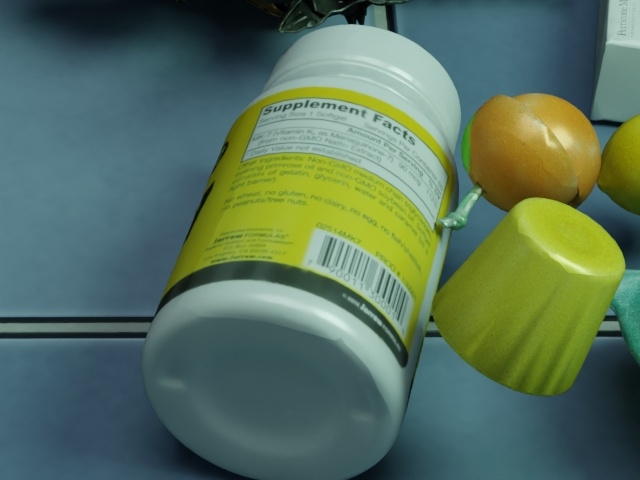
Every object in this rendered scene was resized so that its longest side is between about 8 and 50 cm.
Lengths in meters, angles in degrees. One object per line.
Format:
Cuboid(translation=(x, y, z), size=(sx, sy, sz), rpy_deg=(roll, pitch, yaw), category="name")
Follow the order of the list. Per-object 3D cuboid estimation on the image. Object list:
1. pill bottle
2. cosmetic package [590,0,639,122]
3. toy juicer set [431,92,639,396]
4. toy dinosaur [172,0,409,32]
Cuboid(translation=(0.000, 0.000, 0.896), size=(0.119, 0.119, 0.208), rpy_deg=(10, 44, 8), category="pill bottle")
Cuboid(translation=(0.212, -0.159, 1.113), size=(0.099, 0.060, 0.239), rpy_deg=(6, 44, 5), category="cosmetic package")
Cuboid(translation=(0.197, 0.034, 0.902), size=(0.329, 0.089, 0.209), rpy_deg=(20, 30, -16), category="toy juicer set")
Cuboid(translation=(-0.016, -0.187, 1.061), size=(0.322, 0.218, 0.164), rpy_deg=(-17, 91, -19), category="toy dinosaur")
